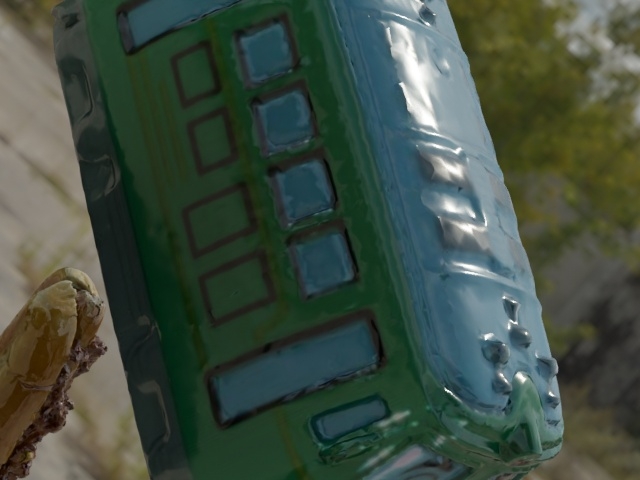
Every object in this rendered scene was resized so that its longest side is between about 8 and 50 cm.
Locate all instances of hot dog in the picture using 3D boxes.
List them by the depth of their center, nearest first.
[{"bbox_3d":[-0.225,0.126,1.400,0.076,0.249,0.102,35,20,-8],"label":"hot dog"}]

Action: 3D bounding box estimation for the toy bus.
[{"bbox_3d":[0.000,0.000,1.047,0.183,0.199,0.343,18,52,-56],"label":"toy bus"}]
